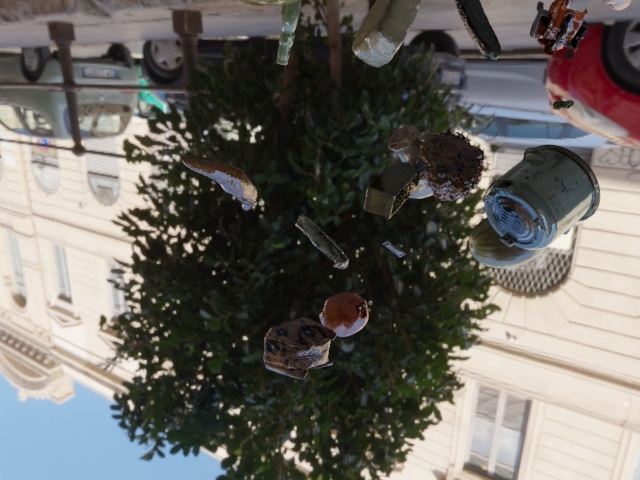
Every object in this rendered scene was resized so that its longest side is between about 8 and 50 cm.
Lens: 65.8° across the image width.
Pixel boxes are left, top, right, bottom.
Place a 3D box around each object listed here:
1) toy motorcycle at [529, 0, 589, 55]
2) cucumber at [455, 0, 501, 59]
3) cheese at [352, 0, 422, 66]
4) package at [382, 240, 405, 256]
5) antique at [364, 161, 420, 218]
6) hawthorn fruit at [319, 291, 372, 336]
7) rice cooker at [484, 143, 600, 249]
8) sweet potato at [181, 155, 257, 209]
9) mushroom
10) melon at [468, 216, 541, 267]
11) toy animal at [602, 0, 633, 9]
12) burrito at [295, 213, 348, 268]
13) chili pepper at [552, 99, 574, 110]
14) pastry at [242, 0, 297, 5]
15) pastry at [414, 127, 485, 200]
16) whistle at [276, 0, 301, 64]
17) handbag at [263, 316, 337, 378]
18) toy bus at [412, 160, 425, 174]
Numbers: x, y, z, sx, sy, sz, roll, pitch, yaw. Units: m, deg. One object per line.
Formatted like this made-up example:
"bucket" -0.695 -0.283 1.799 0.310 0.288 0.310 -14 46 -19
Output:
"toy motorcycle" 0.615 -0.620 1.176 0.148 0.325 0.221 19 -133 6
"cucumber" 0.353 -0.493 1.113 0.058 0.214 0.052 -17 163 6
"cheese" 0.223 -0.711 1.592 0.115 0.318 0.326 27 -141 -17
"package" 0.317 0.037 2.136 0.110 0.037 0.015 34 -142 -24
"antique" 0.211 -0.154 1.404 0.081 0.080 0.221 25 -138 19
"hawthorn fruit" 0.137 0.340 2.359 0.211 0.211 0.299 -19 169 -45
"rice cooker" 0.660 -0.133 1.478 0.317 0.316 0.264 -8 -170 -23
"sweet potato" -0.182 -0.121 1.024 0.078 0.058 0.255 3 167 21
"mushroom" 0.391 -0.329 2.008 0.290 0.297 0.297 40 -174 -22
"melon" 0.806 -0.005 2.141 0.330 0.248 0.248 -13 -159 -8
"toy animal" 0.865 -0.766 1.366 0.230 0.210 0.221 -36 175 -21
"burrito" 0.003 -0.001 1.964 0.309 0.066 0.096 47 -170 29
"chili pepper" 0.715 -0.397 1.452 0.034 0.030 0.091 9 -167 -6
"pastry" -0.123 -0.743 1.129 0.313 0.388 0.388 -26 -171 22
"pastry" 0.458 -0.262 1.781 0.275 0.274 0.193 0 157 -3
"whistle" -0.120 -0.776 1.815 0.067 0.258 0.126 11 -143 -7
"handbag" -0.073 0.418 1.907 0.193 0.190 0.252 11 -168 34
"toy bus" 0.250 -0.186 1.549 0.166 0.047 0.065 -37 -173 -2
